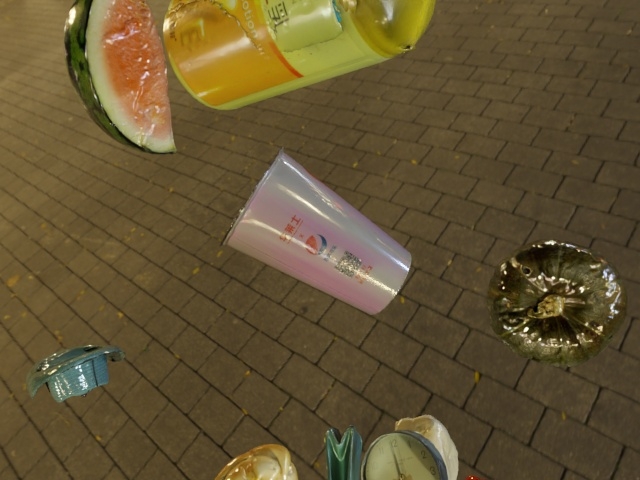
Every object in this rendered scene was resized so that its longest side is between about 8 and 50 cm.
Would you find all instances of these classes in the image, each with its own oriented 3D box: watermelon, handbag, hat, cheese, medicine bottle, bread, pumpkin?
[{"bbox_3d":[-0.252,-0.215,0.588,0.119,0.245,0.063,-30,38,-34],"label":"watermelon"},{"bbox_3d":[0.068,0.739,1.463,0.100,0.269,0.274,-1,63,11],"label":"handbag"},{"bbox_3d":[-0.389,0.217,0.737,0.138,0.078,0.190,-21,6,-40],"label":"hat"},{"bbox_3d":[0.330,0.704,1.419,0.173,0.248,0.251,-16,47,21],"label":"cheese"},{"bbox_3d":[-0.022,-0.193,0.392,0.238,0.124,0.124,-2,47,39],"label":"medicine bottle"},{"bbox_3d":[-0.103,0.556,0.900,0.172,0.311,0.121,-22,15,-22],"label":"bread"},{"bbox_3d":[0.401,0.105,0.794,0.223,0.157,0.224,-1,86,23],"label":"pumpkin"}]

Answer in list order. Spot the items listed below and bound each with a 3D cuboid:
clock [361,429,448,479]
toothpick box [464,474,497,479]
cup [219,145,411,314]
[{"bbox_3d":[0.213,0.609,1.184,0.225,0.049,0.226,-10,69,27],"label":"clock"},{"bbox_3d":[0.335,0.511,0.943,0.047,0.083,0.047,-43,34,38],"label":"toothpick box"},{"bbox_3d":[0.000,0.000,0.794,0.288,0.203,0.203,32,57,-9],"label":"cup"}]
